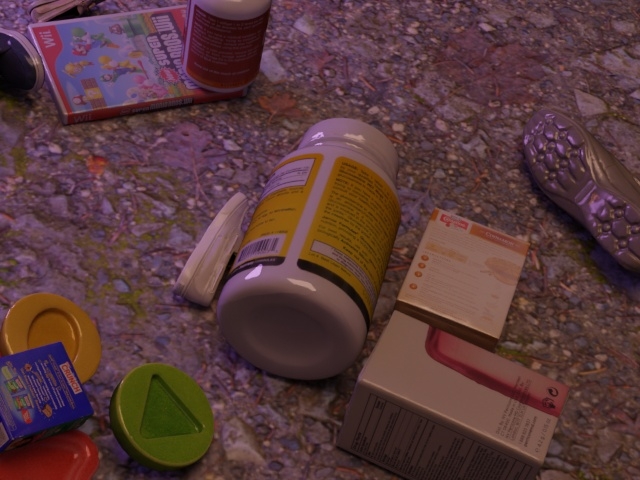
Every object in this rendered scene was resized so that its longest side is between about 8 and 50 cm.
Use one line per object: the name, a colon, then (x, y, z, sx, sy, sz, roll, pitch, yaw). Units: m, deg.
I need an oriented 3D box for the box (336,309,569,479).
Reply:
box: (0.156, 0.211, 1.526, 0.232, 0.148, 0.127, 24, 48, 8)

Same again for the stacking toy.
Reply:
stacking toy: (-0.279, 0.247, 1.456, 0.280, 0.130, 0.309, 27, 46, -25)

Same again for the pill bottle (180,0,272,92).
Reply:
pill bottle: (-0.134, -0.330, 1.852, 0.121, 0.216, 0.121, 7, 49, -8)

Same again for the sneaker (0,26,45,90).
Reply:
sneaker: (-0.514, -0.260, 1.813, 0.226, 0.086, 0.163, 32, 39, 28)

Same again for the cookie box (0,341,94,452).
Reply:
cookie box: (-0.308, 0.166, 1.359, 0.107, 0.040, 0.091, -13, 70, -46)

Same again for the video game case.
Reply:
video game case: (-0.277, -0.272, 1.932, 0.285, 0.025, 0.204, -12, 53, -22)

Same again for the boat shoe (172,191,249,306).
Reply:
boat shoe: (-0.130, 0.012, 1.694, 0.063, 0.066, 0.184, 32, 46, -4)

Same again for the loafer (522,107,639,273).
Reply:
loafer: (0.408, -0.070, 1.874, 0.111, 0.112, 0.319, 18, 33, -49)

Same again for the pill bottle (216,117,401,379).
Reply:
pill bottle: (0.000, 0.000, 1.648, 0.188, 0.188, 0.334, 18, 48, 2)

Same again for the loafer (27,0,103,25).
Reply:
loafer: (-0.387, -0.358, 1.975, 0.125, 0.045, 0.039, -18, 73, -19)

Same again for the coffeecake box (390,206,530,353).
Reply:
coffeecake box: (0.188, 0.060, 1.719, 0.142, 0.068, 0.185, 21, 48, 6)
